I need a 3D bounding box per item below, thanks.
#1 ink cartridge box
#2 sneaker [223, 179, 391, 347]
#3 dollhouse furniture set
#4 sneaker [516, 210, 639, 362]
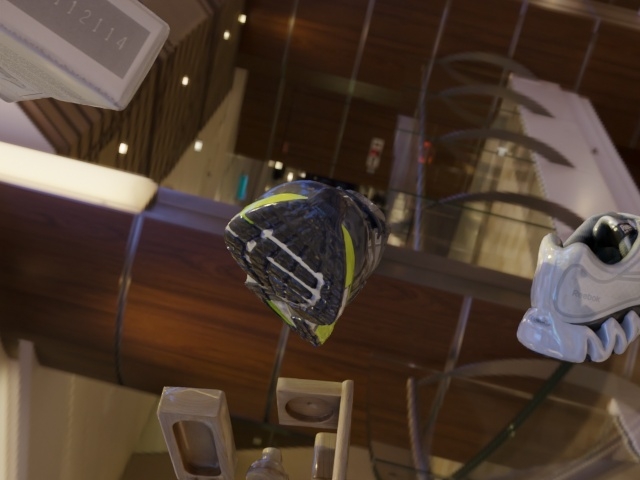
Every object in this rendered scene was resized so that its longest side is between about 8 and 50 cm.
[{"bbox_3d":[-0.272,-0.187,0.491,0.261,0.296,0.066,17,76,54],"label":"ink cartridge box"},{"bbox_3d":[0.000,0.000,0.663,0.121,0.111,0.300,-51,-4,-12],"label":"sneaker"},{"bbox_3d":[-0.055,0.194,0.621,0.144,0.151,0.123,89,-174,-47],"label":"dollhouse furniture set"},{"bbox_3d":[0.313,0.026,0.786,0.110,0.292,0.118,15,113,51],"label":"sneaker"}]
